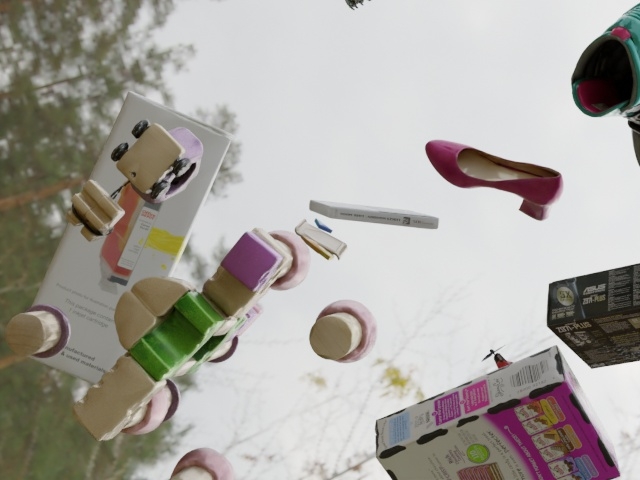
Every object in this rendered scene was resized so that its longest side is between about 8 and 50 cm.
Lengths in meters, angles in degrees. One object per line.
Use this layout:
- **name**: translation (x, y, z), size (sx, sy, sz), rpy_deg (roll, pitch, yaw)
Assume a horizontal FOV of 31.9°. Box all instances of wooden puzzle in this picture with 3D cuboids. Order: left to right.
- **wooden puzzle**: translation (0.000, 0.000, 1.496), size (0.078, 0.116, 0.014), rpy_deg (35, -73, 9)

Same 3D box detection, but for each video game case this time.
- **video game case**: translation (0.081, -0.042, 1.777), size (0.190, 0.173, 0.022), rpy_deg (-154, -110, -79)

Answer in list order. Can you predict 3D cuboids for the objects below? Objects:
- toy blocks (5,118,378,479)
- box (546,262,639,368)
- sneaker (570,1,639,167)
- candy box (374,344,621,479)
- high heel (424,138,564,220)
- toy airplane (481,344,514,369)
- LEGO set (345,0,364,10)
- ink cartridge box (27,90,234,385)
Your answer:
- **toy blocks**: translation (-0.128, 0.084, 1.182), size (0.309, 0.288, 0.260), rpy_deg (44, 6, 7)
- **box**: translation (0.442, 0.110, 1.625), size (0.180, 0.077, 0.147), rpy_deg (-16, -40, 37)
- **sneaker**: translation (0.452, -0.198, 1.631), size (0.124, 0.178, 0.295), rpy_deg (32, -40, 49)
- **candy box**: translation (0.200, 0.236, 1.281), size (0.159, 0.233, 0.071), rpy_deg (57, 17, -25)
- **high heel**: translation (0.283, -0.124, 1.834), size (0.244, 0.082, 0.117), rpy_deg (35, -28, 18)
- **toy airplane**: translation (0.270, 0.196, 1.460), size (0.151, 0.151, 0.028), rpy_deg (53, -34, 27)
- **LEGO set**: translation (0.052, -0.444, 2.049), size (0.083, 0.054, 0.023), rpy_deg (24, -29, -4)
- **ink cartridge box**: translation (-0.280, -0.005, 1.617), size (0.384, 0.160, 0.279), rpy_deg (-65, -171, -1)
